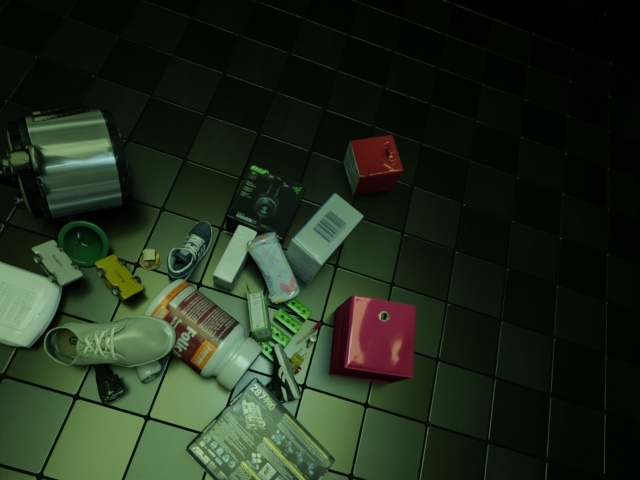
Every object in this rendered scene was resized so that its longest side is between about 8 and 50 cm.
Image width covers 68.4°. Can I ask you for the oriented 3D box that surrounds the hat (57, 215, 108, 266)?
[{"bbox_3d":[-0.890,-0.029,1.807,0.173,0.183,0.209,-9,113,-8],"label":"hat"}]

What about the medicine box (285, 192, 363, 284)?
[{"bbox_3d":[0.000,0.000,1.839,0.149,0.289,0.263,40,66,3],"label":"medicine box"}]

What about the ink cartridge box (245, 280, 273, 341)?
[{"bbox_3d":[-0.230,0.259,1.757,0.062,0.109,0.209,-12,56,-2],"label":"ink cartridge box"}]

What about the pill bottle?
[{"bbox_3d":[-0.410,0.335,1.657,0.392,0.224,0.224,37,66,4],"label":"pill bottle"}]

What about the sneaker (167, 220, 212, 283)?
[{"bbox_3d":[-0.494,0.028,1.797,0.099,0.153,0.282,25,66,-2],"label":"sneaker"}]

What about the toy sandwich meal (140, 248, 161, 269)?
[{"bbox_3d":[-0.655,0.071,1.814,0.085,0.029,0.086,4,68,-10],"label":"toy sandwich meal"}]

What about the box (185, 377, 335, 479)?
[{"bbox_3d":[-0.197,0.713,1.572,0.395,0.097,0.318,44,69,3],"label":"box"}]

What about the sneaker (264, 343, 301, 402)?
[{"bbox_3d":[-0.163,0.490,1.698,0.121,0.079,0.217,-21,93,6],"label":"sneaker"}]

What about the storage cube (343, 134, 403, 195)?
[{"bbox_3d":[0.225,-0.328,2.063,0.193,0.215,0.184,-10,72,-9],"label":"storage cube"}]

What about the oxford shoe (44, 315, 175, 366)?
[{"bbox_3d":[-0.691,0.334,1.530,0.449,0.130,0.169,-3,86,9],"label":"oxford shoe"}]

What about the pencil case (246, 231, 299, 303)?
[{"bbox_3d":[-0.180,0.104,1.804,0.124,0.113,0.273,-22,104,-1],"label":"pencil case"}]

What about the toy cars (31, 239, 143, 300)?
[{"bbox_3d":[-0.837,0.122,1.698,0.393,0.087,0.176,16,44,-16],"label":"toy cars"}]

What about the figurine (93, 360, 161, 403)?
[{"bbox_3d":[-0.693,0.419,1.643,0.215,0.092,0.209,-27,73,-21],"label":"figurine"}]

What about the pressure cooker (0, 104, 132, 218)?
[{"bbox_3d":[-0.923,-0.267,1.680,0.420,0.370,0.375,-15,52,-25],"label":"pressure cooker"}]

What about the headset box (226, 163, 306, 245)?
[{"bbox_3d":[-0.219,-0.145,1.936,0.246,0.131,0.283,24,65,-3],"label":"headset box"}]

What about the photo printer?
[{"bbox_3d":[-1.078,0.217,1.624,0.307,0.107,0.256,19,66,-5],"label":"photo printer"}]

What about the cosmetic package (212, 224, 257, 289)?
[{"bbox_3d":[-0.332,0.067,1.838,0.085,0.117,0.231,23,67,-1],"label":"cosmetic package"}]

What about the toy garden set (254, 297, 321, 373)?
[{"bbox_3d":[-0.109,0.368,1.806,0.204,0.049,0.244,37,65,6],"label":"toy garden set"}]

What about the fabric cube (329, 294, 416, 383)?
[{"bbox_3d":[0.189,0.374,1.750,0.254,0.259,0.258,12,67,-8],"label":"fabric cube"}]
